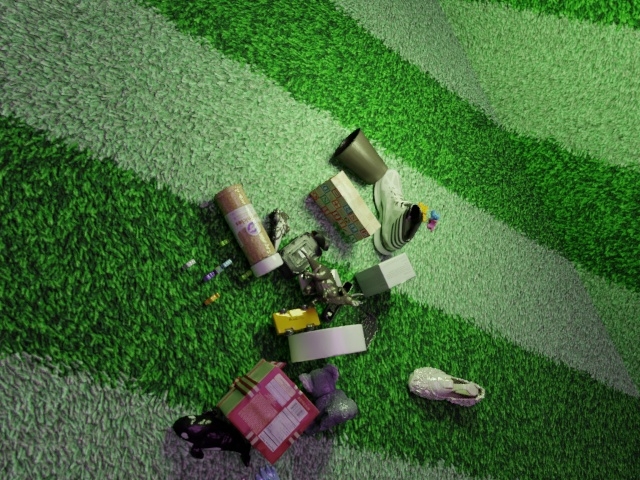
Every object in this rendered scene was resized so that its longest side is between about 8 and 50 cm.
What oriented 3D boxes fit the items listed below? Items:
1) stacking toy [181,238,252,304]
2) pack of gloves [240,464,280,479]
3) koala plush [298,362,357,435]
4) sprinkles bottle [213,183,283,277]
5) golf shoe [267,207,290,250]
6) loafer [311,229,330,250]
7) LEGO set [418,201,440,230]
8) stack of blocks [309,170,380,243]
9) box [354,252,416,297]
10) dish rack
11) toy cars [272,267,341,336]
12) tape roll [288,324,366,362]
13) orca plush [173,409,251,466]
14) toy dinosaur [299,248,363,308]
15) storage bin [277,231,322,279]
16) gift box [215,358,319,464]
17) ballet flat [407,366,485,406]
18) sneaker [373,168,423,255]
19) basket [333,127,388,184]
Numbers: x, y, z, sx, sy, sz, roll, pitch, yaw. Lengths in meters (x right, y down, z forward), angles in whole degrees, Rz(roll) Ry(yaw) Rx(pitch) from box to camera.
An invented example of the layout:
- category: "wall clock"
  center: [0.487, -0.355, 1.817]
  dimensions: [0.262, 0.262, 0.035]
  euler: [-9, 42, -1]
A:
- category: "stacking toy"
  center: [-0.379, 0.110, 1.764]
  dimensions: [0.221, 0.052, 0.166]
  euler: [-37, 98, -39]
- category: "pack of gloves"
  center: [-0.190, 0.899, 1.613]
  dimensions: [0.195, 0.046, 0.231]
  euler: [-23, 87, -38]
- category: "koala plush"
  center: [0.021, 0.579, 1.793]
  dimensions: [0.197, 0.203, 0.221]
  euler: [-8, 66, -36]
- category: "sprinkles bottle"
  center: [-0.277, -0.038, 1.837]
  dimensions: [0.121, 0.121, 0.355]
  euler: [-28, 90, -37]
- category: "golf shoe"
  center: [-0.162, -0.033, 1.941]
  dimensions: [0.094, 0.077, 0.197]
  euler: [18, 66, -29]
- category: "loafer"
  center: [0.000, 0.000, 2.005]
  dimensions: [0.062, 0.170, 0.062]
  euler: [16, 102, -17]
- category: "LEGO set"
  center: [0.524, -0.118, 2.427]
  dimensions: [0.227, 0.087, 0.093]
  euler: [27, 60, -23]
- category: "stack of blocks"
  center: [0.107, -0.137, 2.099]
  dimensions: [0.087, 0.171, 0.297]
  euler: [-42, 99, -36]
- category: "box"
  center: [0.285, 0.153, 2.111]
  dimensions: [0.181, 0.182, 0.118]
  euler: [-19, 83, -37]
- category: "dish rack"
  center: [0.137, 0.331, 2.016]
  dimensions: [0.271, 0.074, 0.208]
  euler: [45, 55, -13]
- category: "toy cars"
  center: [-0.060, 0.246, 1.909]
  dimensions: [0.177, 0.087, 0.393]
  euler: [39, 51, -6]
- category: "tape roll"
  center: [0.025, 0.385, 1.791]
  dimensions: [0.287, 0.286, 0.100]
  euler: [-1, 74, -34]
- category: "orca plush"
  center: [-0.336, 0.654, 1.564]
  dimensions: [0.287, 0.102, 0.151]
  euler: [45, 55, -13]
- category: "toy dinosaur"
  center: [0.009, 0.169, 1.883]
  dimensions: [0.313, 0.121, 0.160]
  euler: [50, 39, 10]
- category: "storage bin"
  center: [-0.095, 0.061, 1.948]
  dimensions: [0.180, 0.084, 0.122]
  euler: [-40, 97, -36]
- category: "gift box"
  center: [-0.165, 0.556, 1.613]
  dimensions: [0.276, 0.258, 0.255]
  euler: [-38, 95, -22]
- category: "ballet flat"
  center: [0.585, 0.657, 2.168]
  dimensions: [0.409, 0.147, 0.146]
  euler: [19, 64, -27]
- category: "sneaker"
  center: [0.386, -0.167, 2.243]
  dimensions: [0.169, 0.258, 0.446]
  euler: [17, 64, -28]
- category: "basket"
  center: [0.198, -0.383, 2.266]
  dimensions: [0.227, 0.154, 0.204]
  euler: [44, 56, -18]
